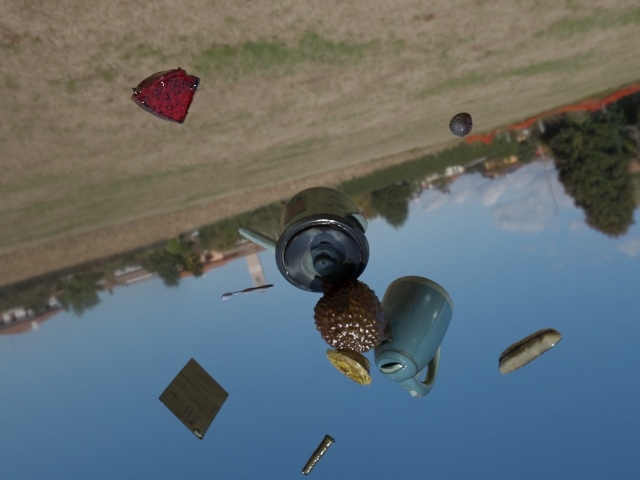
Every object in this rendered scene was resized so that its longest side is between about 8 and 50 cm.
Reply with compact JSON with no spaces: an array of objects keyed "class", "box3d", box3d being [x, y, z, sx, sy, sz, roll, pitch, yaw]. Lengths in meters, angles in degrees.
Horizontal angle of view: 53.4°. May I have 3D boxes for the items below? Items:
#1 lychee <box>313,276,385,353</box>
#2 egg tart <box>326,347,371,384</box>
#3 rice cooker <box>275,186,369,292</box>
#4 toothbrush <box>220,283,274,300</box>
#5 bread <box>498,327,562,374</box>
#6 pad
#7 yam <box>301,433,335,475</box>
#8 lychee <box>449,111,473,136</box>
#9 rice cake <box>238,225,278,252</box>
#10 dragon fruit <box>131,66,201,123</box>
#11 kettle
[{"class":"lychee","box3d":[0.072,0.199,1.744,0.200,0.238,0.200,-39,169,-9]},{"class":"egg tart","box3d":[0.071,0.280,1.466,0.049,0.129,0.128,-51,-162,-21]},{"class":"rice cooker","box3d":[0.000,0.000,1.852,0.316,0.264,0.317,-30,-151,19]},{"class":"toothbrush","box3d":[-0.174,0.123,1.550,0.019,0.013,0.193,-50,158,27]},{"class":"bread","box3d":[0.465,0.251,1.449,0.073,0.053,0.214,-33,167,-35]},{"class":"pad","box3d":[-0.342,0.430,1.763,0.009,0.159,0.265,-44,-176,15]},{"class":"yam","box3d":[-0.008,0.572,1.679,0.129,0.033,0.027,-57,163,8]},{"class":"lychee","box3d":[0.417,-0.342,1.876,0.083,0.068,0.067,-1,-130,47]},{"class":"rice cake","box3d":[-0.182,-0.003,1.974,0.170,0.029,0.033,26,-130,26]},{"class":"dragon fruit","box3d":[-0.382,-0.357,1.508,0.127,0.121,0.161,19,180,38]},{"class":"kettle","box3d":[0.309,0.345,2.129,0.247,0.319,0.342,-21,-152,38]}]
